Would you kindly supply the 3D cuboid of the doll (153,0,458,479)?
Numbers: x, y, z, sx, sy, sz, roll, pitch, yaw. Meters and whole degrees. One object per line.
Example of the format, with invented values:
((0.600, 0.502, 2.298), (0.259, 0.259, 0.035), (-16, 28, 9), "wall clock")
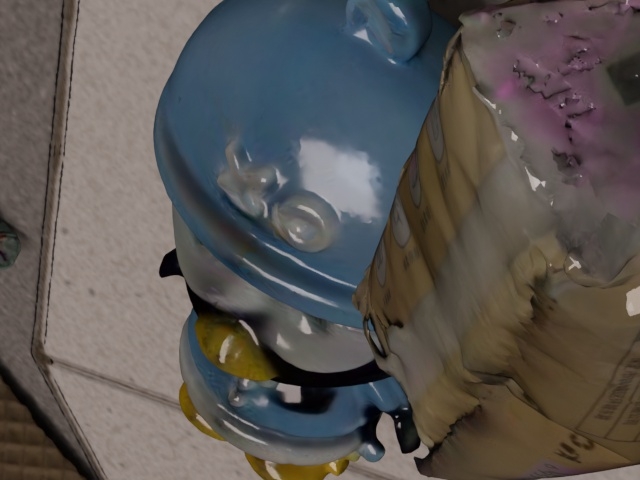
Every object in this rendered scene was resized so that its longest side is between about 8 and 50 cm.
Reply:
((0.000, 0.000, 0.761), (0.177, 0.141, 0.314), (35, 141, 16), "doll")

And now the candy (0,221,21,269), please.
((-0.251, -0.031, 1.015), (0.175, 0.045, 0.043), (29, 170, 16), "candy")

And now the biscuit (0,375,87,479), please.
((-0.225, 0.139, 1.092), (0.378, 0.094, 0.054), (52, 144, -6), "biscuit")

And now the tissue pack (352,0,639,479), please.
((0.132, 0.000, 0.541), (0.256, 0.215, 0.123), (111, 147, -73), "tissue pack")
